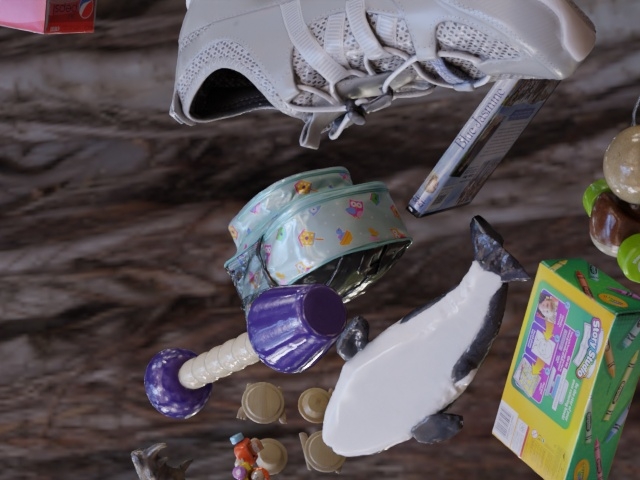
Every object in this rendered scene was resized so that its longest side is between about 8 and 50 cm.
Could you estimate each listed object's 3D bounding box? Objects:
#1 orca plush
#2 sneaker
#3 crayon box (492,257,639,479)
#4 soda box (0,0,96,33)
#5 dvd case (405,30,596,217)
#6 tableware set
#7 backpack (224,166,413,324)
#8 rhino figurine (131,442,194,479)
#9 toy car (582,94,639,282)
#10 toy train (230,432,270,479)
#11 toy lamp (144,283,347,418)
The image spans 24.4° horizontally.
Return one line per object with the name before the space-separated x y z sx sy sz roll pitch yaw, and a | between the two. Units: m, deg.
orca plush | 0.106 0.098 1.494 0.287 0.151 0.102 -67 -10 22
sneaker | 0.028 -0.100 0.840 0.105 0.281 0.115 32 -108 -44
crayon box | 0.342 0.184 2.012 0.081 0.165 0.278 -1 -65 -32
soda box | -0.379 -0.291 1.658 0.092 0.263 0.083 -16 -64 -58
dvd case | 0.199 -0.134 1.615 0.253 0.022 0.180 -55 -15 19
tableware set | -0.040 0.278 2.191 0.020 0.168 0.141 112 157 -62
backpack | 0.000 0.000 1.613 0.166 0.188 0.144 -10 -102 -36
rhino figurine | -0.214 0.344 1.886 0.073 0.106 0.243 -65 -8 -56
toy car | 0.366 -0.077 1.605 0.155 0.149 0.188 -107 9 -58
toy train | -0.076 0.345 2.069 0.166 0.046 0.125 63 -174 3
toy lamp | -0.068 0.099 1.314 0.080 0.274 0.080 13 -116 -28
